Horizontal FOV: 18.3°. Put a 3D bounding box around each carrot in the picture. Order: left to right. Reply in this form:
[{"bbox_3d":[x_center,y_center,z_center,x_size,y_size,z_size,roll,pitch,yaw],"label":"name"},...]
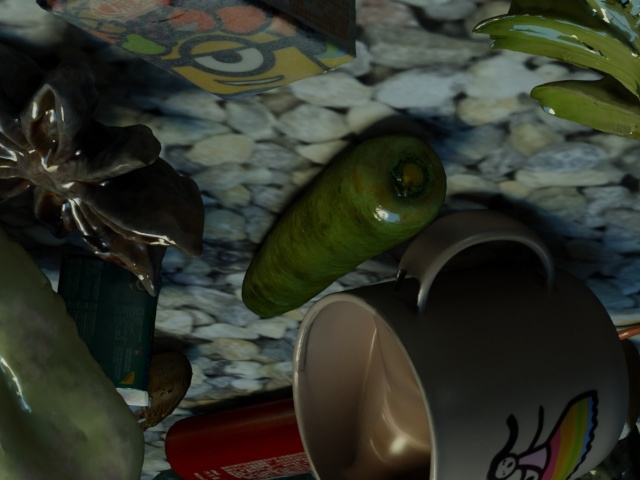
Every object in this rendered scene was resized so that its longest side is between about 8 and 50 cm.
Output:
[{"bbox_3d":[0.000,0.000,1.448,0.074,0.074,0.358,10,162,-17],"label":"carrot"}]

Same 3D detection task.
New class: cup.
[{"bbox_3d":[0.115,0.087,1.494,0.200,0.253,0.191,-12,-145,-30],"label":"cup"}]

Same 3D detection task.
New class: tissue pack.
[{"bbox_3d":[-0.177,0.079,1.630,0.085,0.111,0.079,5,160,-2],"label":"tissue pack"},{"bbox_3d":[-0.066,-0.135,1.087,0.109,0.060,0.148,-16,151,42],"label":"tissue pack"}]

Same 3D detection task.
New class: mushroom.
[{"bbox_3d":[-0.177,0.140,1.839,0.109,0.085,0.126,10,165,-17],"label":"mushroom"}]

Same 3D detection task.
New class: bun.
[{"bbox_3d":[-0.292,0.106,1.428,0.361,0.213,0.361,43,158,22],"label":"bun"}]

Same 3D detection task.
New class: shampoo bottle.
[{"bbox_3d":[-0.015,0.191,1.962,0.118,0.076,0.314,21,154,-39],"label":"shampoo bottle"}]

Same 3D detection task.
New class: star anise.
[{"bbox_3d":[-0.182,-0.062,1.273,0.262,0.081,0.230,25,161,7],"label":"star anise"}]

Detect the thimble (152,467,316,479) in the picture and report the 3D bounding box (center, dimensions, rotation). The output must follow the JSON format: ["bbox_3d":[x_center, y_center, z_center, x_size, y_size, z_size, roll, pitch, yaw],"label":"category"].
[{"bbox_3d":[-0.097,0.323,2.175,0.198,0.143,0.235,3,-179,-3],"label":"thimble"}]

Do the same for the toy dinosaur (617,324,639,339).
[{"bbox_3d":[0.143,0.083,1.672,0.280,0.055,0.101,-3,169,15],"label":"toy dinosaur"}]

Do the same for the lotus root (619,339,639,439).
[{"bbox_3d":[0.221,0.127,1.750,0.122,0.081,0.112,-7,150,29],"label":"lotus root"}]

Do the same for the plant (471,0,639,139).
[{"bbox_3d":[0.247,-0.071,1.030,0.261,0.297,0.306,-39,125,19],"label":"plant"}]

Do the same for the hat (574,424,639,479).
[{"bbox_3d":[0.233,0.216,1.838,0.266,0.265,0.128,3,131,3],"label":"hat"}]
